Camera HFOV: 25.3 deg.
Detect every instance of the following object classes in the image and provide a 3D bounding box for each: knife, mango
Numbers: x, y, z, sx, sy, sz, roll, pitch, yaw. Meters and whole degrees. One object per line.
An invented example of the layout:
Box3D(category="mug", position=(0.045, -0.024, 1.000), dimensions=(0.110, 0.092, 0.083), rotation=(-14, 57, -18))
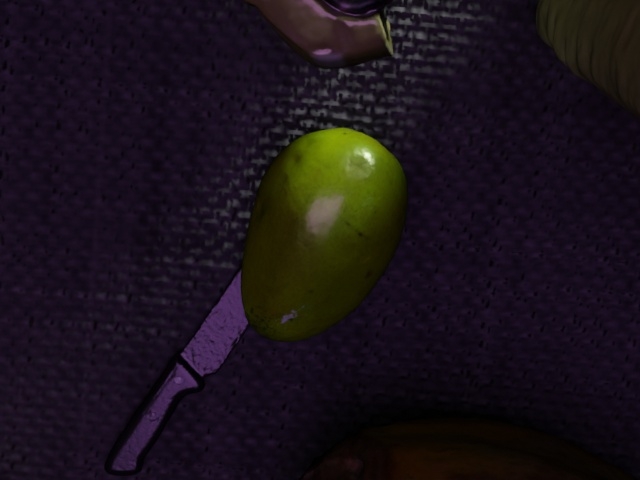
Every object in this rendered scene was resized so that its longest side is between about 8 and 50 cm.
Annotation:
Box3D(category="knife", position=(-0.053, 0.049, 0.696), dimensions=(0.023, 0.010, 0.170), rotation=(34, 99, -8))
Box3D(category="mango", position=(0.000, 0.000, 0.658), dimensions=(0.073, 0.056, 0.108), rotation=(17, 110, -41))

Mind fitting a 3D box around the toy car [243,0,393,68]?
Box3D(category="toy car", position=(-0.050, -0.186, 0.589), dimensions=(0.124, 0.101, 0.257), rotation=(-18, 105, 8))

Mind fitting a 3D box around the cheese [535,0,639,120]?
Box3D(category="cheese", position=(0.219, -0.055, 0.544), dimensions=(0.242, 0.265, 0.124), rotation=(25, 102, -8))

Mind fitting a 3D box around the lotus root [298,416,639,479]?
Box3D(category="lotus root", position=(0.068, 0.169, 0.632), dimensions=(0.180, 0.199, 0.188), rotation=(35, 94, -14))
